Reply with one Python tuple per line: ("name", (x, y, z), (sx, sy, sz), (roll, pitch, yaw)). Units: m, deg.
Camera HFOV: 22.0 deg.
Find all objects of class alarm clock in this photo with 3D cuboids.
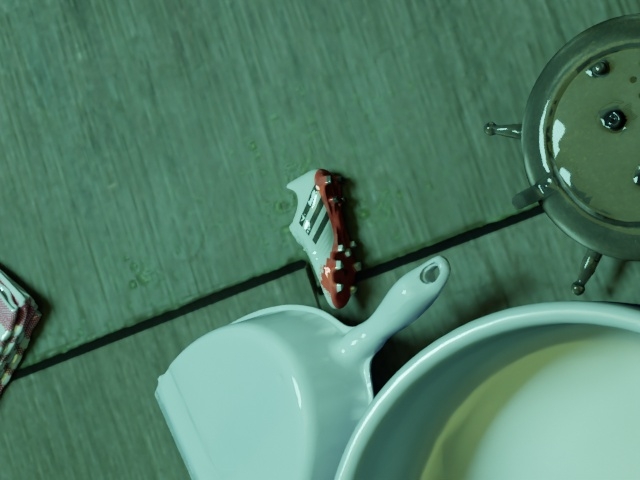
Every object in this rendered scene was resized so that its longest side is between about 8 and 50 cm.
("alarm clock", (0.187, -0.063, 0.856), (0.192, 0.064, 0.129), (-32, 77, 16))

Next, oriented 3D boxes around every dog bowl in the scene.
("dog bowl", (0.142, 0.162, 0.845), (0.265, 0.104, 0.264), (0, 89, 23))

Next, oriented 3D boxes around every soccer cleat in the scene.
("soccer cleat", (0.000, 0.000, 0.950), (0.036, 0.029, 0.083), (-14, 80, 31))

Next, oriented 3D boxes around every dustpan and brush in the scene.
("dustpan and brush", (-0.002, 0.077, 0.917), (0.211, 0.060, 0.147), (-53, 54, 39))

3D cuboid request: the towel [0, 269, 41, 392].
("towel", (-0.277, 0.084, 1.062), (0.144, 0.029, 0.197), (34, 102, 20))
